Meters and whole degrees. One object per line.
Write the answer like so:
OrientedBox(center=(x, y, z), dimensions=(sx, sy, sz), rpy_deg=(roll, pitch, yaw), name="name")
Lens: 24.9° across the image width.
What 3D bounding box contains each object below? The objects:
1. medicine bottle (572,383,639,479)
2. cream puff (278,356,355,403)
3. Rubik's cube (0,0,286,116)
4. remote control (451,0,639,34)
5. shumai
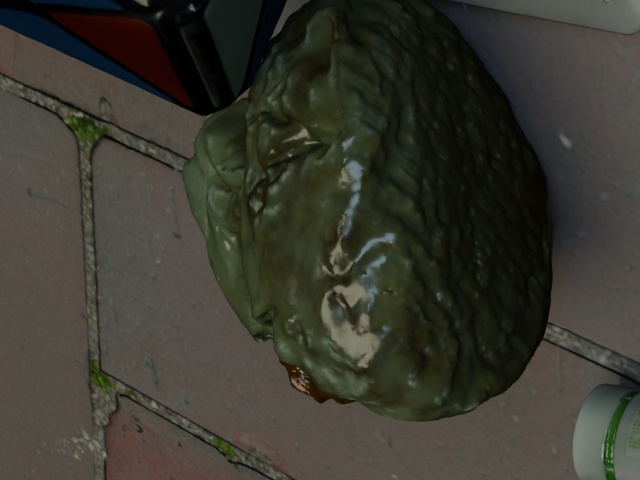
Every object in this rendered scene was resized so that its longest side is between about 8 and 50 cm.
OrientedBox(center=(0.295, 0.167, 1.119), dimensions=(0.183, 0.086, 0.086), rpy_deg=(9, 121, 38), name="medicine bottle")
OrientedBox(center=(0.028, 0.106, 1.304), dimensions=(0.116, 0.122, 0.094), rpy_deg=(-171, 57, -85), name="cream puff")
OrientedBox(center=(-0.130, -0.255, 0.940), dimensions=(0.248, 0.250, 0.246), rpy_deg=(22, 172, 6), name="Rubik's cube")
OrientedBox(center=(0.129, -0.219, 1.054), dimensions=(0.250, 0.034, 0.103), rpy_deg=(17, 126, 33), name="remote control")
OrientedBox(center=(0.000, 0.000, 1.099), dimensions=(0.288, 0.330, 0.292), rpy_deg=(-17, 147, 32), name="shumai")
